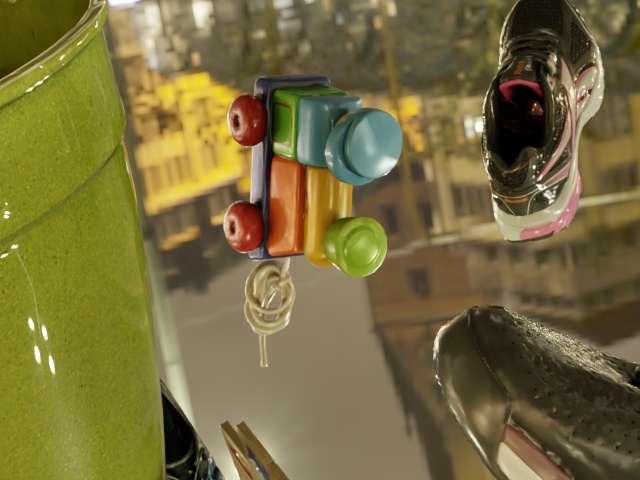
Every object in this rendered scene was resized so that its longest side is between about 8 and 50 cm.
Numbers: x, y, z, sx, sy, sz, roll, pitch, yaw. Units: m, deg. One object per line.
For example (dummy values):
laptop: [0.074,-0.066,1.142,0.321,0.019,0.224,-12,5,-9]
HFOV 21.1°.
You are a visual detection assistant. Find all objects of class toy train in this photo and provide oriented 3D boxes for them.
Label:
toy train: [0.000,0.000,1.359,0.105,0.248,0.143,-6,-164,-32]

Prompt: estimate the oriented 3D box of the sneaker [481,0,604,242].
sneaker: [0.136,-0.092,1.070,0.072,0.077,0.178,-8,-125,18]

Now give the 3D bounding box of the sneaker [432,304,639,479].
sneaker: [0.190,0.067,0.662,0.162,0.281,0.106,-48,-156,22]

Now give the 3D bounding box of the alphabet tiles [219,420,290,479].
alphabet tiles: [0.010,0.220,1.062,0.009,0.198,0.237,-31,-133,-14]

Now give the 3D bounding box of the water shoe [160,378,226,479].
water shoe: [-0.109,0.191,1.318,0.073,0.203,0.080,-32,171,-12]

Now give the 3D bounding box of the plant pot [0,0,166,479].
plant pot: [-0.242,0.080,0.964,0.366,0.353,0.366,-14,-158,6]
